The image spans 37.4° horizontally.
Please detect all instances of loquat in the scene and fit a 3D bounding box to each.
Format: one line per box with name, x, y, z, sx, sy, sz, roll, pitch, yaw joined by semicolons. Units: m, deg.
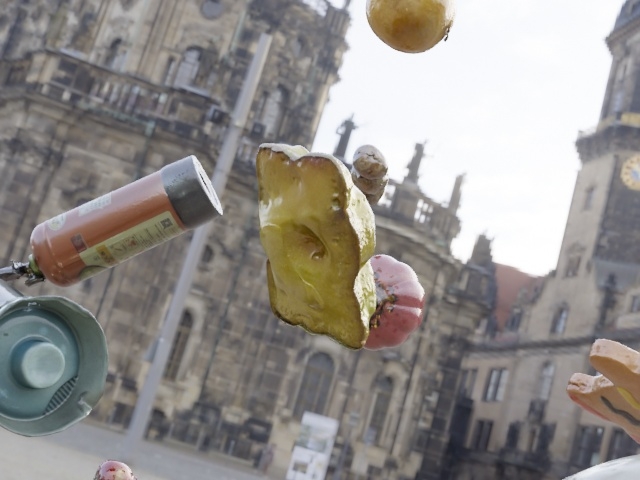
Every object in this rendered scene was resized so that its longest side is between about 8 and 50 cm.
loquat;0.142;-0.357;1.457;0.141;0.141;0.141;15;-13;4

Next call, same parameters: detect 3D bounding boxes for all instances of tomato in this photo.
tomato;-0.370;0.437;1.692;0.075;0.087;0.087;25;-15;-16

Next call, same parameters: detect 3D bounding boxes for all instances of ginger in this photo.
ginger;0.099;-0.131;1.959;0.080;0.104;0.204;41;-22;13

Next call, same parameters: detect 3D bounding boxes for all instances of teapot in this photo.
teapot;-0.333;0.103;0.937;0.225;0.171;0.203;-2;-50;47

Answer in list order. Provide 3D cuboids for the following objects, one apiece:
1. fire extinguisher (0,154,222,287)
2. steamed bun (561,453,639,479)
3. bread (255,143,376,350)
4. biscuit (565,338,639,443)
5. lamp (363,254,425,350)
fire extinguisher;-0.345;-0.001;1.556;0.376;0.113;0.200;-24;-23;0
steamed bun;0.266;0.304;0.747;0.384;0.247;0.236;-23;-10;23
bread;0.000;0.000;1.077;0.161;0.088;0.233;14;-57;38
biscuit;0.347;0.162;0.977;0.165;0.036;0.250;30;-23;7
lamp;0.104;0.115;1.769;0.182;0.182;0.140;9;-6;27
